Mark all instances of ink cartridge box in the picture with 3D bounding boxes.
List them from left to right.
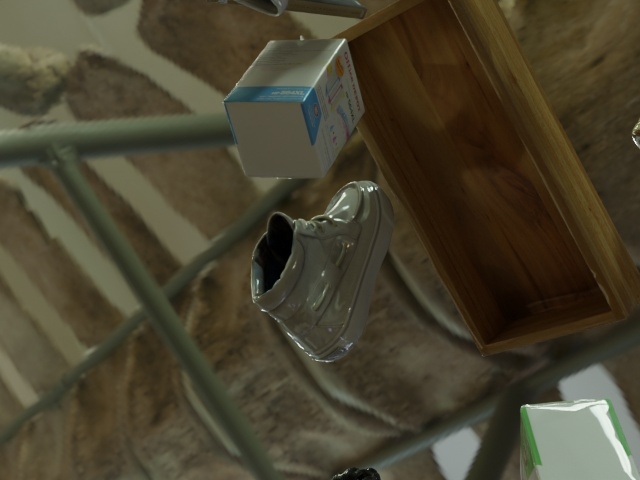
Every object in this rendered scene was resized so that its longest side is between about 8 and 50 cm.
[{"bbox_3d":[-0.021,-0.140,1.254,0.090,0.143,0.092,3,-51,25],"label":"ink cartridge box"},{"bbox_3d":[0.326,0.376,1.552,0.211,0.122,0.289,-96,180,-56],"label":"ink cartridge box"}]

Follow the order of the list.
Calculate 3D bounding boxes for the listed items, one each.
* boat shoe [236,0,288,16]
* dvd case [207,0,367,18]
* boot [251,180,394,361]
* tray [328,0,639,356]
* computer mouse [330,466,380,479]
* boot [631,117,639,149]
[{"bbox_3d":[-0.112,-0.220,0.840,0.226,0.075,0.083,17,-11,-14],"label":"boat shoe"},{"bbox_3d":[-0.077,-0.279,1.251,0.164,0.221,0.018,44,-59,31],"label":"dvd case"},{"bbox_3d":[0.000,0.000,1.332,0.095,0.258,0.123,-30,-59,33],"label":"boot"},{"bbox_3d":[0.178,-0.082,1.378,0.203,0.076,0.411,-22,-78,43],"label":"tray"},{"bbox_3d":[-0.017,0.307,0.955,0.072,0.272,0.188,41,-4,31],"label":"computer mouse"},{"bbox_3d":[0.490,-0.155,1.399,0.095,0.262,0.203,-163,-88,-75],"label":"boot"}]
